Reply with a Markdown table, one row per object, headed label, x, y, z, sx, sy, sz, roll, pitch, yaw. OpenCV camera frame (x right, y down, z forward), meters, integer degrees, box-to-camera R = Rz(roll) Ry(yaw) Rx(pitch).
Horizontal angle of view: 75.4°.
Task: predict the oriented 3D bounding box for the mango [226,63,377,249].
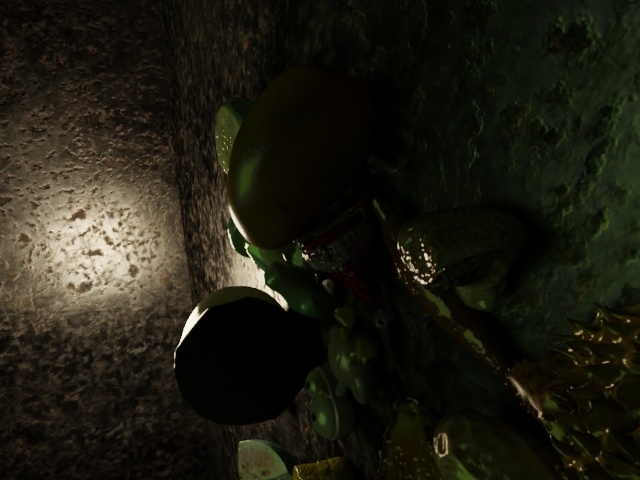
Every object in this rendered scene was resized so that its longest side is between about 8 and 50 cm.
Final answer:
| label | x | y | z | sx | sy | sz | roll | pitch | yaw |
| --- | --- | --- | --- | --- | --- | --- | --- | --- | --- |
| mango | -0.038 | -0.129 | 0.663 | 0.173 | 0.211 | 0.317 | 35 | 97 | 35 |

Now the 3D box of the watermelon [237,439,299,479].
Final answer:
| label | x | y | z | sx | sy | sz | roll | pitch | yaw |
| --- | --- | --- | --- | --- | --- | --- | --- | --- | --- |
| watermelon | -0.105 | 0.724 | 1.222 | 0.322 | 0.188 | 0.175 | 71 | -163 | 5 |

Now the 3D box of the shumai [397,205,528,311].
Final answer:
| label | x | y | z | sx | sy | sz | roll | pitch | yaw |
| --- | --- | --- | --- | --- | --- | --- | --- | --- | --- |
| shumai | 0.170 | 0.027 | 0.485 | 0.145 | 0.145 | 0.116 | 29 | 142 | 57 |

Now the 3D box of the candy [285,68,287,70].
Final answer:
| label | x | y | z | sx | sy | sz | roll | pitch | yaw |
| --- | --- | --- | --- | --- | --- | --- | --- | --- | --- |
| candy | -0.042 | -0.219 | 0.859 | 0.246 | 0.069 | 0.149 | 70 | 156 | 10 |

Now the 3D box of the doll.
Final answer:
| label | x | y | z | sx | sy | sz | roll | pitch | yaw |
| --- | --- | --- | --- | --- | --- | --- | --- | --- | --- |
| doll | 0.039 | 0.281 | 0.834 | 0.160 | 0.094 | 0.365 | 62 | 147 | 37 |

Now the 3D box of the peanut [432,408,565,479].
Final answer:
| label | x | y | z | sx | sy | sz | roll | pitch | yaw |
| --- | --- | --- | --- | --- | --- | --- | --- | --- | --- |
| peanut | 0.232 | 0.304 | 0.425 | 0.298 | 0.136 | 0.120 | 50 | 140 | 46 |

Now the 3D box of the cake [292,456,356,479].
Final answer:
| label | x | y | z | sx | sy | sz | roll | pitch | yaw |
| --- | --- | --- | --- | --- | --- | --- | --- | --- | --- |
| cake | 0.015 | 0.629 | 0.923 | 0.179 | 0.156 | 0.261 | -154 | 64 | -76 |

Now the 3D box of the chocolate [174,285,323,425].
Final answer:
| label | x | y | z | sx | sy | sz | roll | pitch | yaw |
| --- | --- | --- | --- | --- | --- | --- | --- | --- | --- |
| chocolate | -0.204 | 0.254 | 1.077 | 0.326 | 0.314 | 0.297 | -51 | 23 | 11 |

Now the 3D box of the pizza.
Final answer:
| label | x | y | z | sx | sy | sz | roll | pitch | yaw |
| --- | --- | --- | --- | --- | --- | --- | --- | --- | --- |
| pizza | 0.159 | 0.366 | 0.588 | 0.189 | 0.071 | 0.297 | -47 | 37 | 9 |

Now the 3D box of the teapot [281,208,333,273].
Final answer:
| label | x | y | z | sx | sy | sz | roll | pitch | yaw |
| --- | --- | --- | --- | --- | --- | --- | --- | --- | --- |
| teapot | 0.000 | 0.000 | 0.789 | 0.165 | 0.130 | 0.119 | 14 | 140 | 26 |

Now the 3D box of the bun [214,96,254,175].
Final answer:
| label | x | y | z | sx | sy | sz | roll | pitch | yaw |
| --- | --- | --- | --- | --- | --- | --- | --- | --- | --- |
| bun | -0.205 | -0.268 | 1.114 | 0.221 | 0.108 | 0.221 | 29 | 127 | 47 |

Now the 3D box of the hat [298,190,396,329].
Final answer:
| label | x | y | z | sx | sy | sz | roll | pitch | yaw |
| --- | --- | --- | --- | --- | --- | --- | --- | --- | --- |
| hat | 0.071 | 0.051 | 0.687 | 0.227 | 0.140 | 0.129 | 57 | 169 | -16 |

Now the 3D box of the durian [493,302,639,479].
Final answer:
| label | x | y | z | sx | sy | sz | roll | pitch | yaw |
| --- | --- | --- | --- | --- | --- | --- | --- | --- | --- |
| durian | 0.289 | 0.153 | 0.320 | 0.196 | 0.185 | 0.305 | -58 | 35 | 20 |

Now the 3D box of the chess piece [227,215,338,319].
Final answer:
| label | x | y | z | sx | sy | sz | roll | pitch | yaw |
| --- | --- | --- | --- | --- | --- | --- | --- | --- | --- |
| chess piece | -0.082 | 0.045 | 0.908 | 0.298 | 0.175 | 0.176 | 55 | 143 | 37 |

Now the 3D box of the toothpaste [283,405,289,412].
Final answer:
| label | x | y | z | sx | sy | sz | roll | pitch | yaw |
| --- | --- | --- | --- | --- | --- | --- | --- | --- | --- |
| toothpaste | -0.130 | 0.418 | 1.255 | 0.047 | 0.040 | 0.196 | -9 | 91 | 58 |

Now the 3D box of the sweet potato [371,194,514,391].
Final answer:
| label | x | y | z | sx | sy | sz | roll | pitch | yaw |
| --- | --- | --- | --- | --- | --- | --- | --- | --- | --- |
| sweet potato | 0.153 | 0.063 | 0.569 | 0.072 | 0.066 | 0.314 | -40 | 56 | 18 |
